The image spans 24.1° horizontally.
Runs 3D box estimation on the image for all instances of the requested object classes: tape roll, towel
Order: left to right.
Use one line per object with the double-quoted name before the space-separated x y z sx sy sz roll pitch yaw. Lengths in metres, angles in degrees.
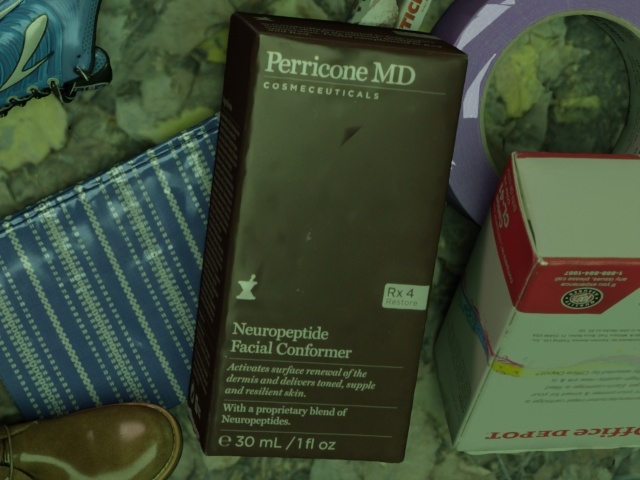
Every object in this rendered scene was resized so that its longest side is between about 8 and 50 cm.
"towel" -0.156 0.037 1.409 0.336 0.040 0.243 -26 109 -4
"tape roll" 0.228 -0.127 1.427 0.274 0.090 0.275 -3 104 -13

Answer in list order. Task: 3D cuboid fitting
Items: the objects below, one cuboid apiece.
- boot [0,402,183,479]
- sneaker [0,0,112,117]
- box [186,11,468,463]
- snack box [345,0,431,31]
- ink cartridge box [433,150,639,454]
"boot" -0.275 0.208 1.338 0.305 0.115 0.112 -15 62 0
"sneaker" -0.258 -0.154 1.289 0.147 0.130 0.330 38 92 -15
"box" 0.000 0.000 1.341 0.191 0.143 0.381 4 103 -14
"snack box" 0.047 -0.178 1.408 0.064 0.022 0.178 22 96 -18
"ink cartridge box" 0.247 0.063 1.371 0.226 0.131 0.306 0 144 -13
